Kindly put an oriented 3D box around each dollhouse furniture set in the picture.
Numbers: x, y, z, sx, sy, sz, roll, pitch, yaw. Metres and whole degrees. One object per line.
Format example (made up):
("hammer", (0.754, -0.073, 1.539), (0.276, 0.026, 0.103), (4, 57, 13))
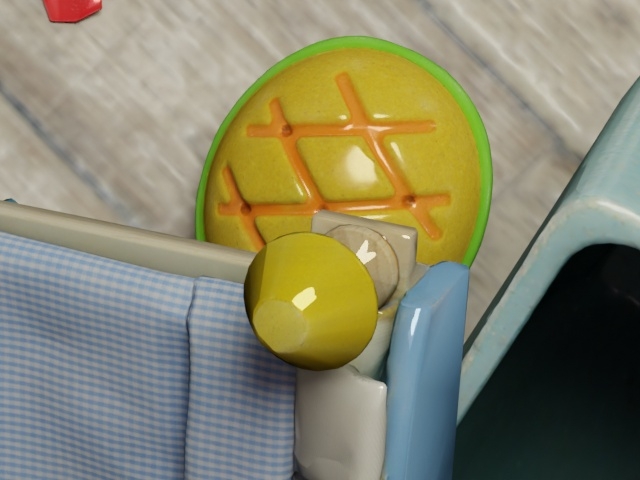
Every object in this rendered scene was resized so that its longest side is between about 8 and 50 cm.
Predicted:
("dollhouse furniture set", (-0.125, 0.123, 0.664), (0.286, 0.198, 0.303), (13, 112, 19))

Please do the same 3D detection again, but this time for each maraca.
("maraca", (0.000, 0.000, 0.876), (0.127, 0.099, 0.186), (30, 100, 11))

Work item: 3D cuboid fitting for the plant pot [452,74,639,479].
("plant pot", (0.177, 0.065, 0.793), (0.247, 0.248, 0.252), (30, 37, 1))

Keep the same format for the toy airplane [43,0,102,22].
("toy airplane", (-0.103, -0.178, 0.935), (0.151, 0.028, 0.151), (1, 79, -7))
